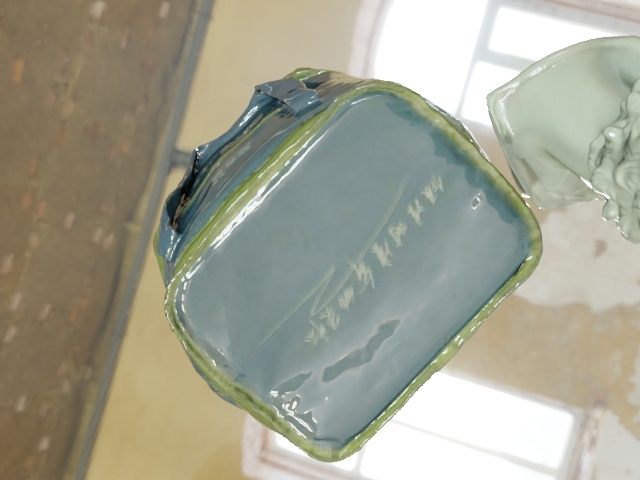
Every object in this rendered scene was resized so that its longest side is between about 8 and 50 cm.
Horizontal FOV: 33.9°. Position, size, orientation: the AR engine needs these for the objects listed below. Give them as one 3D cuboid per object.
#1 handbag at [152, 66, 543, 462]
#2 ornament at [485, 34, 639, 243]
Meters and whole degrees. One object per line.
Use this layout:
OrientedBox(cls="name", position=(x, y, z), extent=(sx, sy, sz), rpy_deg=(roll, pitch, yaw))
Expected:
OrientedBox(cls="handbag", position=(0.000, 0.000, 0.802), extent=(0.263, 0.222, 0.241), rpy_deg=(-46, 14, -1))
OrientedBox(cls="ornament", position=(0.178, -0.058, 0.614), extent=(0.120, 0.130, 0.285), rpy_deg=(66, 165, -19))
